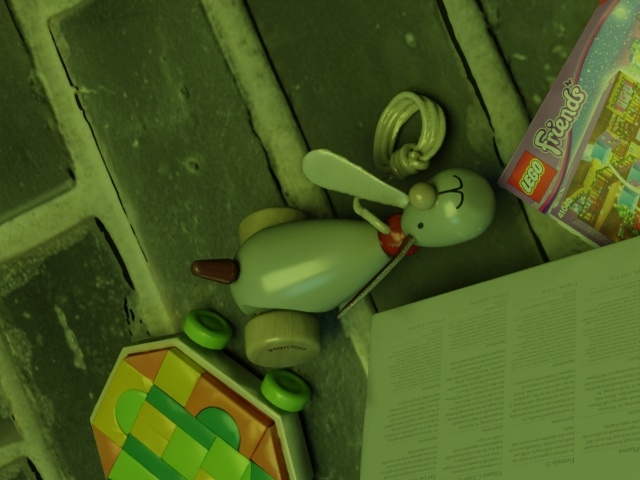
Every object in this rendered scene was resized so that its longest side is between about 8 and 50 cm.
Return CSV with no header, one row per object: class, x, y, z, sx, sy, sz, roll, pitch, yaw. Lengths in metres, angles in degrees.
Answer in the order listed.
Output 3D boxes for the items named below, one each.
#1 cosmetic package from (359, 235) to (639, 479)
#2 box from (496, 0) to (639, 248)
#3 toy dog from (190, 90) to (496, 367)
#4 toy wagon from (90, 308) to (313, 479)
cosmetic package,0.199,0.172,1.338,0.377,0.097,0.284,-19,53,43
box,0.321,-0.123,1.351,0.201,0.057,0.293,36,115,17
toy dog,0.000,0.000,1.457,0.333,0.161,0.220,-48,50,28
toy wagon,-0.107,0.255,1.660,0.344,0.068,0.267,36,115,19
